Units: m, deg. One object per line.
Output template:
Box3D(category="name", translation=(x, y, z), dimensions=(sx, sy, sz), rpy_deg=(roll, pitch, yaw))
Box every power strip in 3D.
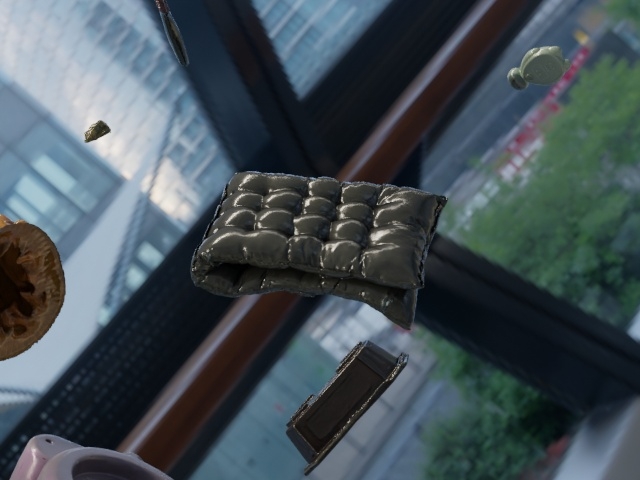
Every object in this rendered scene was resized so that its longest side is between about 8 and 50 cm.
Box3D(category="power strip", translation=(0.270, -0.215, 1.632), dimensions=(0.083, 0.055, 0.035), rpy_deg=(-25, 28, 38))

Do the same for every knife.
Box3D(category="knife", translation=(-0.205, -0.302, 1.703), dimensions=(0.018, 0.035, 0.247), rpy_deg=(-20, -32, -1))

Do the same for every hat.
Box3D(category="hat", translation=(-0.547, 0.035, 1.994), dimensions=(0.244, 0.233, 0.234), rpy_deg=(-14, -54, -47))

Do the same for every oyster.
Box3D(category="oyster", translation=(-0.440, -0.215, 2.594), dimensions=(0.051, 0.034, 0.093), rpy_deg=(-30, 17, 2))

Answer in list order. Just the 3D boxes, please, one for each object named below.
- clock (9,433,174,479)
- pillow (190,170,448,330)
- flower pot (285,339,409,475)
Box3D(category="clock", translation=(-0.254, 0.377, 1.670), dimensions=(0.113, 0.295, 0.322), rpy_deg=(-62, 15, 8))
Box3D(category="pillow", translation=(0.000, 0.000, 1.841), dimensions=(0.228, 0.326, 0.101), rpy_deg=(-70, -14, -53))
Box3D(category="flower pot", translation=(0.034, 0.261, 2.183), dimensions=(0.251, 0.084, 0.179), rpy_deg=(-49, -3, 5))
